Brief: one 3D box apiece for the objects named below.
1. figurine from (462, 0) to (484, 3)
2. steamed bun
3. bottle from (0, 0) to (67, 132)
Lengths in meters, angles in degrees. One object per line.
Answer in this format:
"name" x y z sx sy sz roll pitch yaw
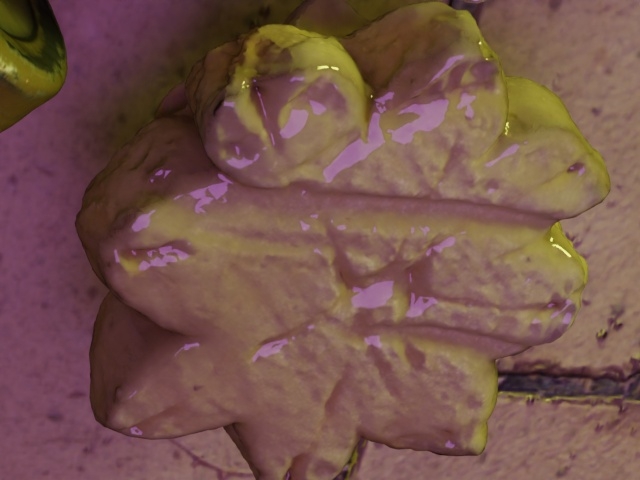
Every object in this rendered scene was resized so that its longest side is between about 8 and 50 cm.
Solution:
"figurine" -0.012 -0.194 0.812 0.235 0.127 0.155 5 112 -26
"steamed bun" 0.000 0.000 0.929 0.292 0.137 0.295 -38 129 10
"bottle" -0.304 -0.044 0.799 0.351 0.171 0.171 -33 124 9
